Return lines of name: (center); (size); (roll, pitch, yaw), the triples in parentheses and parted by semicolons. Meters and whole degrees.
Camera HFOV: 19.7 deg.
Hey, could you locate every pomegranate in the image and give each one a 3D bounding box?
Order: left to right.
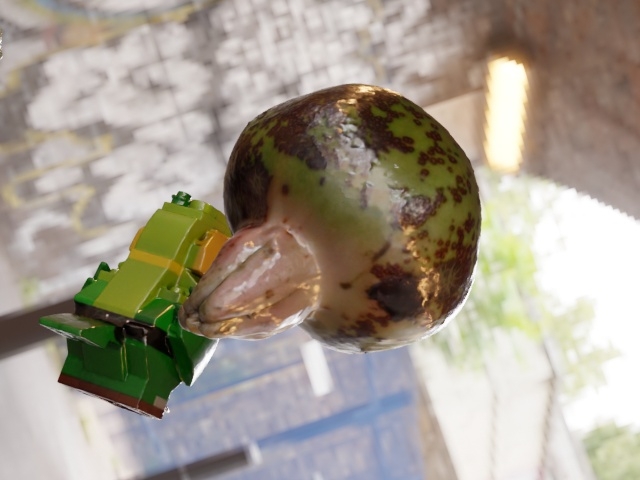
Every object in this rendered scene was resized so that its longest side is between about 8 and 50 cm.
pomegranate: (0.000, 0.000, 0.907); (0.138, 0.163, 0.125); (56, -8, 1)

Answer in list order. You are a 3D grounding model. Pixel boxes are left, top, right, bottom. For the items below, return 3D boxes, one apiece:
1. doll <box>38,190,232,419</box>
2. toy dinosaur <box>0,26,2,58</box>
doll: (-0.128, 0.048, 1.405); (0.106, 0.186, 0.134); (14, -41, 30)
toy dinosaur: (-0.221, -0.028, 1.027); (0.106, 0.044, 0.187); (-95, -156, -55)
